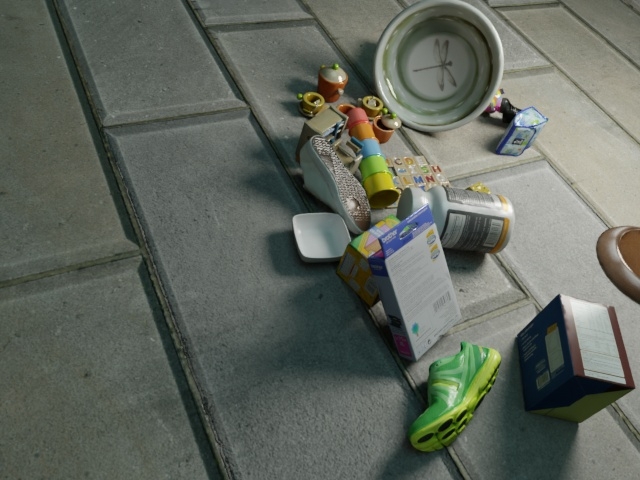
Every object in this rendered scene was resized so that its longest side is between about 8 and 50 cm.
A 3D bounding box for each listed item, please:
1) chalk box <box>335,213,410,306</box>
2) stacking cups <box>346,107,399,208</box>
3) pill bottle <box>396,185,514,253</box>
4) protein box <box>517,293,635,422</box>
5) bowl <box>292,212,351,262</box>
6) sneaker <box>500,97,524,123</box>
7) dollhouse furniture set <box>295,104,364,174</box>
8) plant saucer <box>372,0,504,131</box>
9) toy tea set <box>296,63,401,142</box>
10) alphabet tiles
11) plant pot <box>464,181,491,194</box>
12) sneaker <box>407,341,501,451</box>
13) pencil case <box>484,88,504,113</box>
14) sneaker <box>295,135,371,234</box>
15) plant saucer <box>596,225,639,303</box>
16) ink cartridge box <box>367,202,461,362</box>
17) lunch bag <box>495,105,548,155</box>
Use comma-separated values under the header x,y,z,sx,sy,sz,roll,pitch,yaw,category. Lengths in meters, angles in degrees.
x,y,z,sx,sy,sz,roll,pitch,yaw,category
0.166,0.036,1.341,0.213,0.132,0.132,-33,66,-34,chalk box
0.141,-0.242,1.565,0.096,0.096,0.316,-3,57,-17,stacking cups
0.353,-0.058,1.445,0.279,0.162,0.162,8,51,-9,pill bottle
0.557,0.264,1.216,0.136,0.199,0.201,14,50,-4,protein box
0.000,0.000,1.377,0.142,0.053,0.142,-4,53,-17,bowl
0.665,-0.432,1.850,0.089,0.170,0.051,14,80,26,sneaker
0.046,-0.263,1.552,0.184,0.129,0.129,39,53,13,dollhouse furniture set
0.369,-0.549,1.721,0.401,0.400,0.100,26,28,7,plant saucer
0.104,-0.442,1.710,0.336,0.124,0.200,23,50,4,toy tea set
0.272,-0.179,1.620,0.237,0.009,0.198,-6,54,-18,alphabet tiles
0.445,-0.121,1.571,0.081,0.083,0.081,-25,61,-30,plant pot
0.273,0.331,1.169,0.124,0.109,0.296,25,48,36,sneaker
0.509,-0.484,1.871,0.237,0.104,0.104,-4,54,-16,pencil case
0.032,-0.134,1.477,0.106,0.123,0.290,-23,82,-43,sneaker
0.962,0.068,1.581,0.311,0.050,0.310,7,51,-8,plant saucer
0.211,0.091,1.225,0.186,0.311,0.065,-33,25,-33,ink cartridge box
0.651,-0.351,1.780,0.151,0.128,0.096,-24,61,-30,lunch bag
